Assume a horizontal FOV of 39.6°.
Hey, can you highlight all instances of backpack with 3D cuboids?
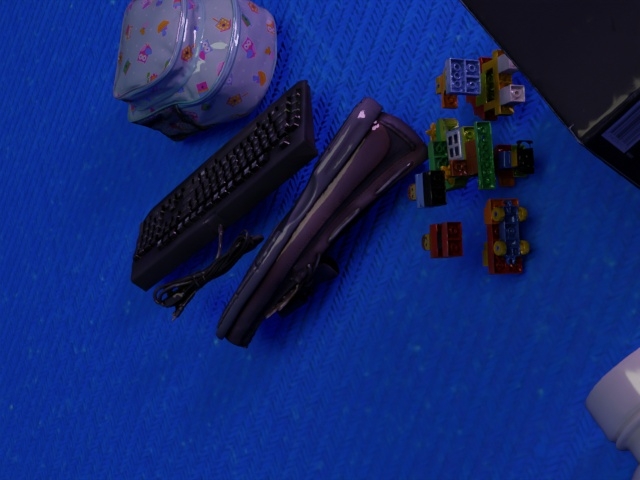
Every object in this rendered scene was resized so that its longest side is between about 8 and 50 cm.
[{"bbox_3d":[-0.149,-0.219,1.059,0.188,0.144,0.165,-5,71,33],"label":"backpack"}]

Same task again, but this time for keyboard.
[{"bbox_3d":[-0.119,-0.033,1.009,0.317,0.033,0.201,-37,42,33],"label":"keyboard"}]

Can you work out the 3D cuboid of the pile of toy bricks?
[{"bbox_3d":[0.130,-0.072,0.849,0.105,0.118,0.212,169,100,-68],"label":"pile of toy bricks"}]

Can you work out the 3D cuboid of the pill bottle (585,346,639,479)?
[{"bbox_3d":[0.300,0.181,0.631,0.131,0.131,0.229,-46,56,20],"label":"pill bottle"}]

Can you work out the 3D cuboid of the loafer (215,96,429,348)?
[{"bbox_3d":[0.000,0.000,0.922,0.095,0.109,0.302,32,103,-4],"label":"loafer"}]

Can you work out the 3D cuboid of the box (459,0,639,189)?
[{"bbox_3d":[0.228,-0.133,0.676,0.103,0.261,0.184,-46,57,20],"label":"box"}]
